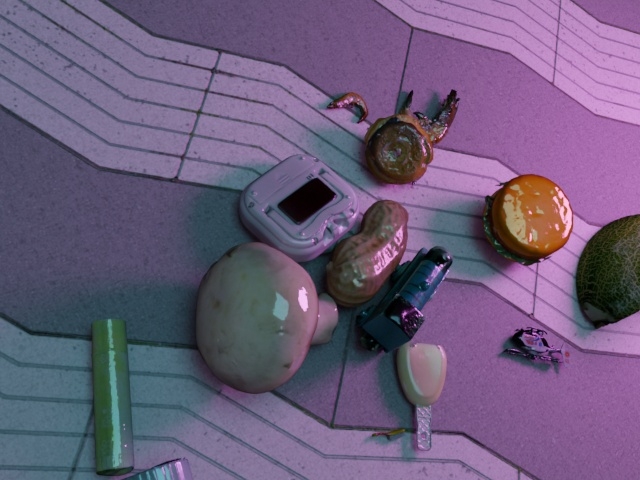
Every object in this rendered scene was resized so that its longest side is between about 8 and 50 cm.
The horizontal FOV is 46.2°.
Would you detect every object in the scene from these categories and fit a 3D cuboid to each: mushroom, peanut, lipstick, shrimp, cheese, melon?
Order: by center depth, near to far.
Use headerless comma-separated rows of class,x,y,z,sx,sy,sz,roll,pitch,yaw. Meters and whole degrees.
lipstick,-0.412,0.308,1.485,0.076,0.076,0.304,1,70,-23
mushroom,-0.091,0.163,1.594,0.336,0.314,0.314,7,65,-44
cheese,0.240,0.364,1.763,0.127,0.054,0.251,8,67,-17
peanut,0.118,0.027,1.799,0.153,0.140,0.325,24,57,10
shrimp,0.073,-0.351,1.996,0.127,0.025,0.091,-16,78,-31
melon,0.877,0.092,2.075,0.344,0.226,0.331,-33,46,-31
shrimp,0.305,-0.361,2.092,0.150,0.051,0.217,33,64,0

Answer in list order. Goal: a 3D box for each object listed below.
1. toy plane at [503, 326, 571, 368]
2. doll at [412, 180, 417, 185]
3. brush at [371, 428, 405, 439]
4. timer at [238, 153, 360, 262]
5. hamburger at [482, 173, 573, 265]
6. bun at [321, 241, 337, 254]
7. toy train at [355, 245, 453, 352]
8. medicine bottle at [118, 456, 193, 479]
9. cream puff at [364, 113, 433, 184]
toy plane,0.569,0.275,1.948,0.197,0.053,0.078,16,72,-16
doll,0.259,-0.193,2.007,0.057,0.039,0.114,54,35,-47
brush,0.154,0.445,1.711,0.083,0.019,0.021,-1,80,-26
timer,-0.047,-0.084,1.772,0.237,0.087,0.262,41,59,17
hamburger,0.536,-0.050,1.995,0.246,0.170,0.246,3,76,-12
bun,0.000,0.000,1.808,0.083,0.045,0.083,3,60,-5
toy train,0.207,0.134,1.760,0.120,0.194,0.298,42,58,-2
medicine bottle,-0.273,0.578,1.387,0.158,0.158,0.318,-10,73,-27
cream puff,0.197,-0.236,1.940,0.189,0.129,0.189,1,98,5
